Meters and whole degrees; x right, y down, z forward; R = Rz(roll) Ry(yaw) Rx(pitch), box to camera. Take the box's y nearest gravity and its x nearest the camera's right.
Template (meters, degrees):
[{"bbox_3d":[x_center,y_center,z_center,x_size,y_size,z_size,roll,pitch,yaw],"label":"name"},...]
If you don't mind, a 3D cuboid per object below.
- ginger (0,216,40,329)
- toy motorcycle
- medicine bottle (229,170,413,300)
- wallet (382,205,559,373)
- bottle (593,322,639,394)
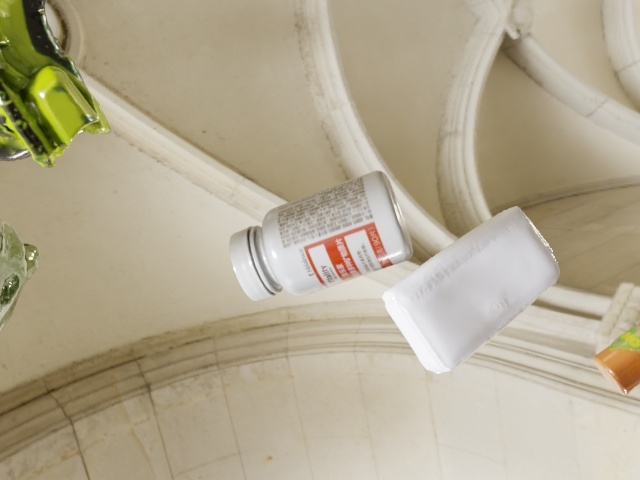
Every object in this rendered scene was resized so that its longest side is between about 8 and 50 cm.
[{"bbox_3d":[-0.251,0.014,0.333,0.089,0.290,0.137,34,-102,2],"label":"ginger"},{"bbox_3d":[-0.322,-0.254,0.600,0.206,0.142,0.342,-23,-60,-14],"label":"toy motorcycle"},{"bbox_3d":[0.000,0.000,0.489,0.140,0.079,0.079,-19,-70,11],"label":"medicine bottle"},{"bbox_3d":[0.152,0.043,0.562,0.190,0.033,0.095,-30,-94,-26],"label":"wallet"},{"bbox_3d":[0.483,0.138,0.833,0.187,0.069,0.069,-38,-63,3],"label":"bottle"}]
